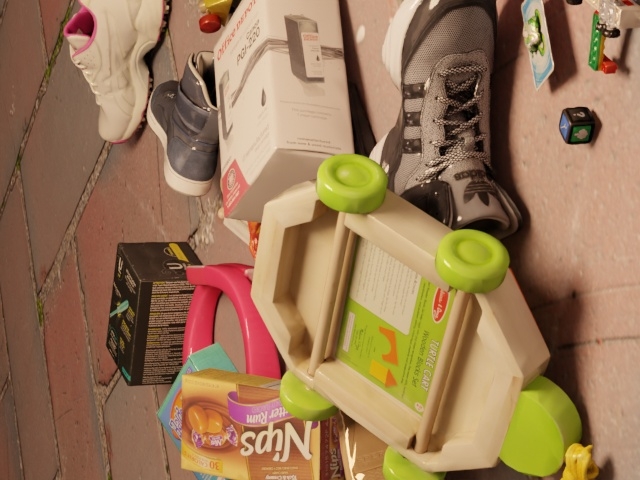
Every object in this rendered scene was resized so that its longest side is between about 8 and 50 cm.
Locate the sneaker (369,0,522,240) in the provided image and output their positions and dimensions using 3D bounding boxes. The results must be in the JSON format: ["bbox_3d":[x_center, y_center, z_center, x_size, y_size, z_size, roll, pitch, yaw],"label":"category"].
[{"bbox_3d":[0.115,-0.087,1.295,0.153,0.101,0.269,-120,31,-44],"label":"sneaker"}]

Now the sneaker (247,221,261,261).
[{"bbox_3d":[-0.050,-0.021,1.694,0.067,0.064,0.175,82,177,-57],"label":"sneaker"}]

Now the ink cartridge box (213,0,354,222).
[{"bbox_3d":[-0.041,-0.146,1.617,0.158,0.092,0.218,131,141,-54],"label":"ink cartridge box"}]

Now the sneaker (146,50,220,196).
[{"bbox_3d":[-0.153,-0.182,1.956,0.226,0.086,0.163,-113,35,-51],"label":"sneaker"}]

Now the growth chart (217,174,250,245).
[{"bbox_3d":[-0.071,-0.106,1.809,0.172,0.021,0.237,-128,48,-57],"label":"growth chart"}]

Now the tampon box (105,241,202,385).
[{"bbox_3d":[-0.218,0.097,2.104,0.120,0.101,0.161,-130,44,-56],"label":"tampon box"}]

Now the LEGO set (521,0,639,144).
[{"bbox_3d":[0.197,-0.203,1.180,0.182,0.060,0.244,118,147,-71],"label":"LEGO set"}]

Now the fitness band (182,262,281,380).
[{"bbox_3d":[-0.112,0.133,1.925,0.291,0.054,0.209,-176,82,-68],"label":"fitness band"}]

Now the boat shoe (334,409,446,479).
[{"bbox_3d":[0.058,0.144,1.447,0.092,0.102,0.285,58,-162,-65],"label":"boat shoe"}]

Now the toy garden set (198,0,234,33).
[{"bbox_3d":[-0.111,-0.389,1.887,0.244,0.049,0.204,128,138,-56],"label":"toy garden set"}]

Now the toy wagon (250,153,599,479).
[{"bbox_3d":[0.087,0.092,1.274,0.344,0.068,0.267,33,137,23],"label":"toy wagon"}]

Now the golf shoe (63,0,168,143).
[{"bbox_3d":[-0.308,-0.268,2.253,0.115,0.140,0.306,-116,31,-42],"label":"golf shoe"}]

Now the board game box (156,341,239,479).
[{"bbox_3d":[-0.101,0.244,1.811,0.210,0.047,0.160,55,147,16],"label":"board game box"}]

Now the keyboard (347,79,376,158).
[{"bbox_3d":[0.000,0.000,1.663,0.317,0.033,0.201,115,146,-49],"label":"keyboard"}]

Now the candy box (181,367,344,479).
[{"bbox_3d":[-0.063,0.204,1.684,0.186,0.053,0.109,6,98,35],"label":"candy box"}]
